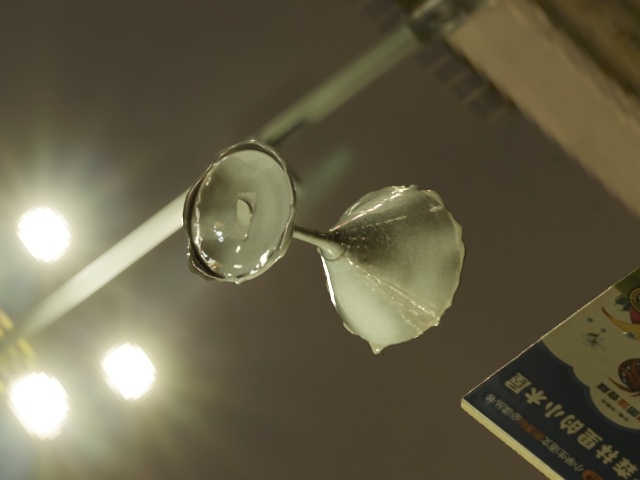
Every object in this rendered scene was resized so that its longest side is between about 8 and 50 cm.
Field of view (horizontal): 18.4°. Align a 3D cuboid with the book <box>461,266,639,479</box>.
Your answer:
[{"bbox_3d":[0.333,0.162,2.098,0.228,0.018,0.322,38,-132,24],"label":"book"}]

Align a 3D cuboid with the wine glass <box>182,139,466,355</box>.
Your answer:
[{"bbox_3d":[0.000,0.000,1.677,0.232,0.156,0.156,17,-137,-51],"label":"wine glass"}]
